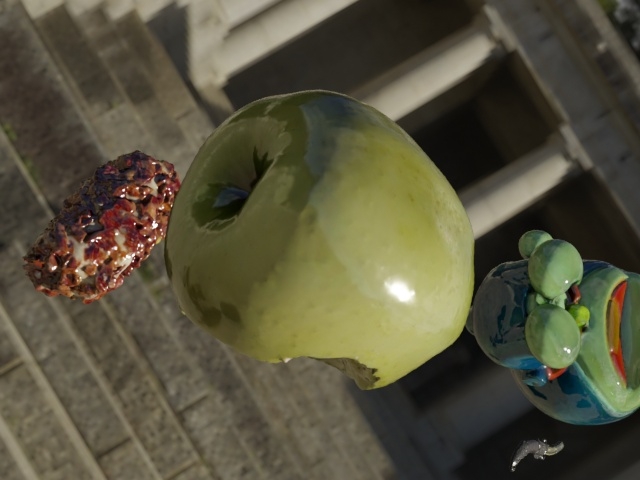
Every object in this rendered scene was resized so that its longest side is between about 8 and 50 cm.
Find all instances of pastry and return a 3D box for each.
[{"bbox_3d":[-0.226,-0.019,1.453,0.115,0.208,0.097,39,-36,0],"label":"pastry"}]

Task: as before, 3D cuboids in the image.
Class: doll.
[{"bbox_3d":[0.294,0.107,1.615,0.186,0.199,0.322,-11,-30,40],"label":"doll"}]

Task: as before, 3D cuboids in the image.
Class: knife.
[{"bbox_3d":[0.354,0.340,2.239,0.222,0.021,0.046,0,95,-60],"label":"knife"}]

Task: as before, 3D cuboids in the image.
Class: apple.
[{"bbox_3d":[0.000,0.000,1.205,0.279,0.279,0.279,56,-10,15],"label":"apple"}]
